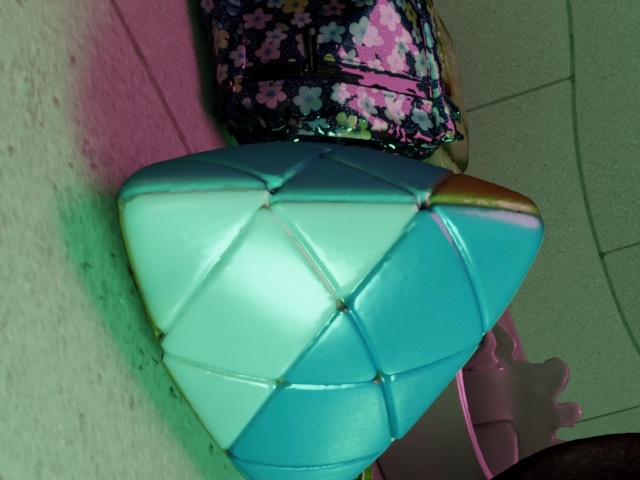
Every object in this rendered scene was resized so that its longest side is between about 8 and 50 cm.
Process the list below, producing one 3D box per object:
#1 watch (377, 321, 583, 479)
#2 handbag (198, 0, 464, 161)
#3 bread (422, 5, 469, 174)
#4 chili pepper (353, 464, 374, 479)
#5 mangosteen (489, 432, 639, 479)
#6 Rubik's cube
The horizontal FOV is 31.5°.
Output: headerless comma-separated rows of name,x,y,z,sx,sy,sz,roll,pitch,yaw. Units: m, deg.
watch,0.156,0.187,1.159,0.231,0.196,0.244,25,52,-64
handbag,0.009,-0.154,0.963,0.127,0.229,0.207,144,-56,-62
bread,0.073,-0.170,1.274,0.366,0.129,0.381,1,75,-68
chili pepper,-0.004,0.067,0.886,0.085,0.076,0.359,26,38,-27
mangosteen,0.240,0.363,0.860,0.381,0.381,0.421,60,26,-45
Rubik's cube,0.000,0.000,0.644,0.254,0.255,0.254,-17,90,-77
